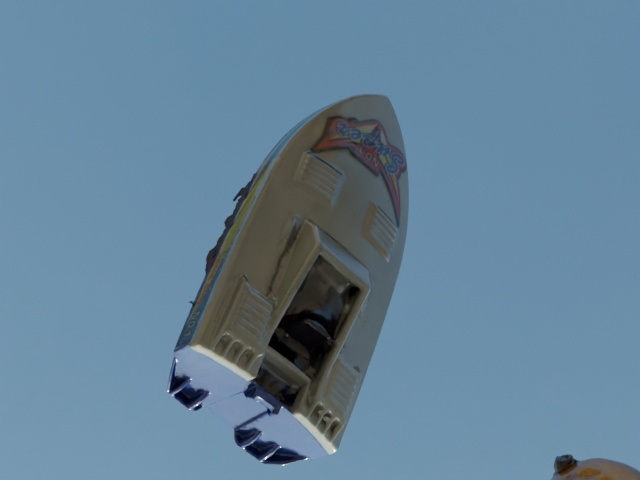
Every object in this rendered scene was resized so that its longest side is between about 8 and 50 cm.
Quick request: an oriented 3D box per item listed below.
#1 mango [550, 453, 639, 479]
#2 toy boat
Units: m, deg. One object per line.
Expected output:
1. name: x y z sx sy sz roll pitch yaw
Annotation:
1. mango: 0.240 0.321 0.986 0.144 0.187 0.359 -20 -87 0
2. toy boat: 0.000 0.000 0.965 0.088 0.129 0.295 -27 -150 45
